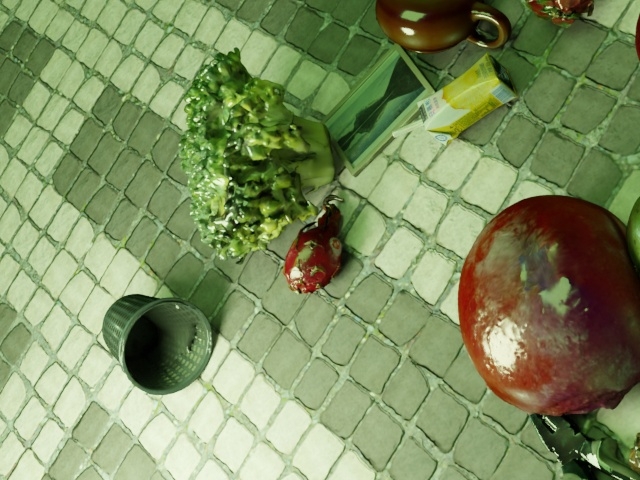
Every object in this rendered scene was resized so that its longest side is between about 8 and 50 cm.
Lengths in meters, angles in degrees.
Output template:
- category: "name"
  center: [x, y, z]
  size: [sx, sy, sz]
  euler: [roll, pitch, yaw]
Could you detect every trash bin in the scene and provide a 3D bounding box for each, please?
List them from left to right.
- category: "trash bin"
  center: [-0.303, 0.166, 2.281]
  size: [0.161, 0.175, 0.175]
  euler: [21, 84, 54]

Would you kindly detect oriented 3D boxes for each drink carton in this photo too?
- category: "drink carton"
  center: [0.211, -0.208, 2.066]
  size: [0.200, 0.074, 0.084]
  euler: [-34, 50, 26]

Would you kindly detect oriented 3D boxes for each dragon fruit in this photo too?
- category: "dragon fruit"
  center: [0.000, 0.000, 2.146]
  size: [0.094, 0.094, 0.190]
  euler: [0, 58, 41]
- category: "dragon fruit"
  center: [0.354, -0.432, 2.009]
  size: [0.135, 0.137, 0.236]
  euler: [-37, 47, 18]

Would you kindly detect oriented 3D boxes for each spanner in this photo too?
- category: "spanner"
  center: [0.371, 0.313, 1.694]
  size: [0.096, 0.040, 0.325]
  euler: [-52, 44, 10]

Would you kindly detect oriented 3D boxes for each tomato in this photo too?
- category: "tomato"
  center: [0.299, 0.080, 1.762]
  size: [0.289, 0.176, 0.335]
  euler: [-32, 48, 21]

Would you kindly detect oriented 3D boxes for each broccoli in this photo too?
- category: "broccoli"
  center: [-0.130, -0.141, 2.182]
  size: [0.272, 0.324, 0.334]
  euler: [-21, 61, 18]

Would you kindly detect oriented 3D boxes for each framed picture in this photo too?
- category: "framed picture"
  center: [0.096, -0.223, 2.217]
  size: [0.203, 0.015, 0.150]
  euler: [-44, 48, 17]

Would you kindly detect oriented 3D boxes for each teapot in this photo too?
- category: "teapot"
  center: [0.199, -0.361, 2.131]
  size: [0.252, 0.135, 0.178]
  euler: [20, 54, 27]

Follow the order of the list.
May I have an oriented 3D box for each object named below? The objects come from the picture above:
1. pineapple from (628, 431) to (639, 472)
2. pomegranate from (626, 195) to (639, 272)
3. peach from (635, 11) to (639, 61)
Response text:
- category: "pineapple"
  center: [0.482, 0.200, 1.616]
  size: [0.119, 0.111, 0.237]
  euler: [28, 83, 15]
- category: "pomegranate"
  center: [0.504, -0.017, 1.658]
  size: [0.225, 0.187, 0.187]
  euler: [-31, 46, -10]
- category: "peach"
  center: [0.560, -0.282, 1.681]
  size: [0.274, 0.248, 0.245]
  euler: [-32, 17, 33]
